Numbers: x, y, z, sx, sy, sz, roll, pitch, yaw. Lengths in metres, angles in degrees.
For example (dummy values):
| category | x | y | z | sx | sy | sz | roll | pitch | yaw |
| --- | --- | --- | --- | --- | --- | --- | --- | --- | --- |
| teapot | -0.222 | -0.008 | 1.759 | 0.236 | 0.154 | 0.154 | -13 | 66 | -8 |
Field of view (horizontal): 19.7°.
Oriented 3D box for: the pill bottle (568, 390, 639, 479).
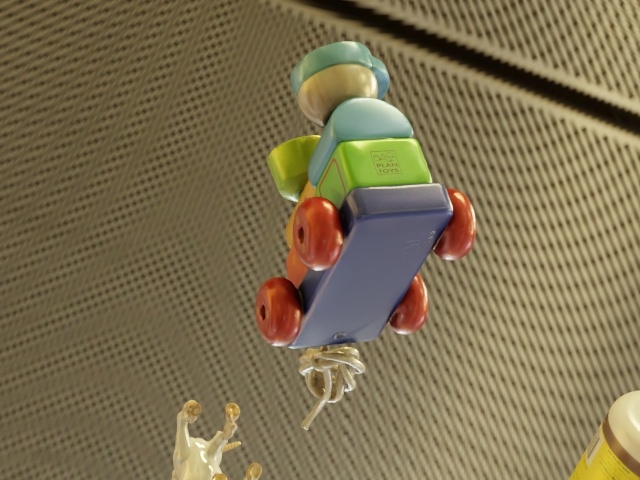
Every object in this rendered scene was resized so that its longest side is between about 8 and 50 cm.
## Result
| category | x | y | z | sx | sy | sz | roll | pitch | yaw |
| --- | --- | --- | --- | --- | --- | --- | --- | --- | --- |
| pill bottle | 0.239 | 0.232 | 1.451 | 0.117 | 0.117 | 0.215 | 22 | -63 | -4 |

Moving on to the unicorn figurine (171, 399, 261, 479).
| category | x | y | z | sx | sy | sz | roll | pitch | yaw |
| --- | --- | --- | --- | --- | --- | --- | --- | --- | --- |
| unicorn figurine | -0.077 | 0.163 | 1.272 | 0.060 | 0.162 | 0.111 | 12 | -47 | -9 |

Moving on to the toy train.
| category | x | y | z | sx | sy | sz | roll | pitch | yaw |
| --- | --- | --- | --- | --- | --- | --- | --- | --- | --- |
| toy train | 0.000 | 0.000 | 1.155 | 0.105 | 0.143 | 0.248 | -4 | -31 | -21 |
